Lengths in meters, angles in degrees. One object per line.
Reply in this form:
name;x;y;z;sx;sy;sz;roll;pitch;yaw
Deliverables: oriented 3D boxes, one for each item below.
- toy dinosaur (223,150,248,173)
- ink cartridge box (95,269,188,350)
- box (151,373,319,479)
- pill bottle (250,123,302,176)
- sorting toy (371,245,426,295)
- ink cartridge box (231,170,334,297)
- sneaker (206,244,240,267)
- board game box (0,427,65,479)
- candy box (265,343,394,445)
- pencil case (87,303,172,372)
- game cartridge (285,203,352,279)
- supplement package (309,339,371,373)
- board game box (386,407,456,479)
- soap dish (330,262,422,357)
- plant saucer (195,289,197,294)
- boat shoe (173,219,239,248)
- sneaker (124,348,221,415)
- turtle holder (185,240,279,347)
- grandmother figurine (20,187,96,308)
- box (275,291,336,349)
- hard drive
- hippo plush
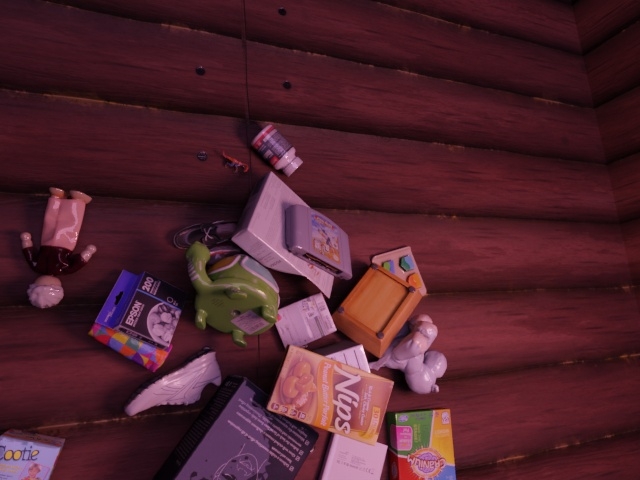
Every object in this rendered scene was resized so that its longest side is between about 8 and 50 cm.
toy dinosaur;-0.295;-0.268;1.632;0.082;0.090;0.047;4;56;22
ink cartridge box;-0.515;0.194;1.369;0.208;0.045;0.206;30;38;-21
box;-0.250;0.640;1.343;0.293;0.212;0.395;42;64;-10
pill bottle;-0.154;-0.321;1.687;0.180;0.108;0.108;44;64;-8
sorting toy;0.312;0.139;1.817;0.193;0.038;0.208;-14;83;-27
ink cartridge box;-0.099;-0.009;1.600;0.385;0.091;0.308;43;37;-26
sneaker;-0.343;0.058;1.547;0.158;0.061;0.064;-11;109;-25
board game box;-0.766;0.632;1.153;0.144;0.142;0.275;21;70;-18
candy box;0.026;0.430;1.308;0.316;0.087;0.183;21;77;-4
pencil case;-0.554;0.287;1.362;0.236;0.104;0.104;38;65;-11
game cartridge;0.000;0.000;1.598;0.297;0.062;0.198;30;48;-41
supplement package;0.066;0.442;1.492;0.145;0.262;0.204;-16;83;-12
board game box;0.362;0.773;1.664;0.242;0.064;0.316;4;75;-23
soap dish;0.197;0.232;1.656;0.229;0.118;0.291;33;65;17
plant saucer;-0.364;0.164;1.522;0.083;0.015;0.083;6;74;-23
boat shoe;-0.365;-0.026;1.537;0.233;0.079;0.084;-11;83;-24
sneaker;-0.425;0.439;1.378;0.297;0.111;0.129;-25;94;-26
turtle holder;-0.281;0.155;1.442;0.320;0.243;0.227;17;39;-14
grandmother figurine;-0.755;0.026;1.343;0.208;0.104;0.342;6;76;6
box;-0.058;0.277;1.591;0.186;0.038;0.145;-22;86;-12
hard drive;0.090;0.815;1.545;0.210;0.040;0.318;26;68;-16
hippo plush;0.348;0.431;1.650;0.294;0.234;0.236;-42;95;-27
